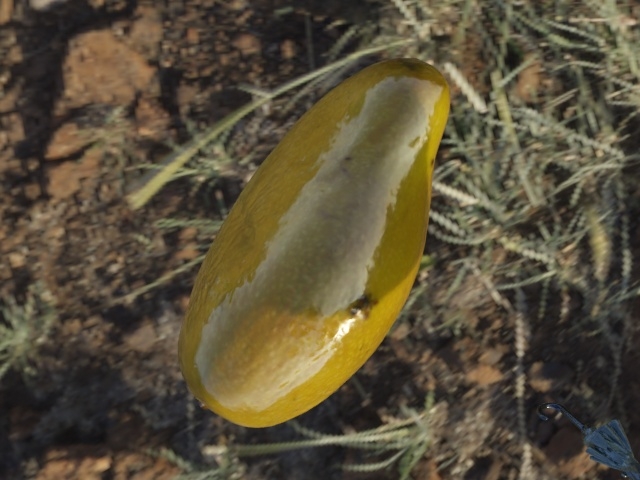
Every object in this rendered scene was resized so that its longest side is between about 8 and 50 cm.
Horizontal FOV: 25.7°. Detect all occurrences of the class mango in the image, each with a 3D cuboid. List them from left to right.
[{"bbox_3d":[0.003,0.004,0.904,0.109,0.157,0.262,37,86,-27],"label":"mango"}]

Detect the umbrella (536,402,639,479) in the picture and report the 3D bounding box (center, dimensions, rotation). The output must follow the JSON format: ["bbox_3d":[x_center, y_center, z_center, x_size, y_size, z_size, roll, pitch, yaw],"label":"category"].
[{"bbox_3d":[0.281,0.199,1.204,0.269,0.044,0.044,36,134,50],"label":"umbrella"}]
